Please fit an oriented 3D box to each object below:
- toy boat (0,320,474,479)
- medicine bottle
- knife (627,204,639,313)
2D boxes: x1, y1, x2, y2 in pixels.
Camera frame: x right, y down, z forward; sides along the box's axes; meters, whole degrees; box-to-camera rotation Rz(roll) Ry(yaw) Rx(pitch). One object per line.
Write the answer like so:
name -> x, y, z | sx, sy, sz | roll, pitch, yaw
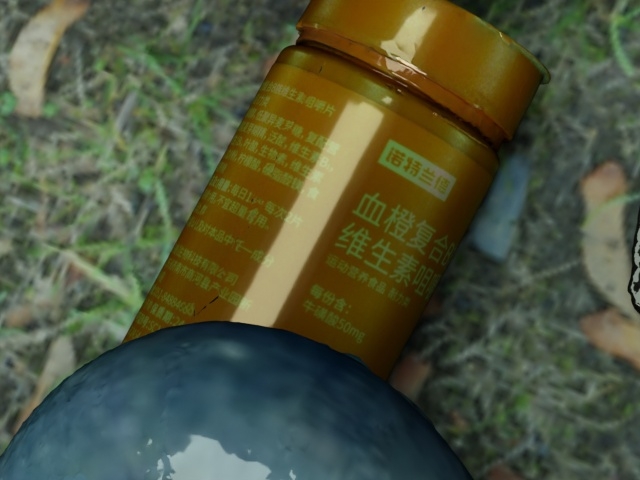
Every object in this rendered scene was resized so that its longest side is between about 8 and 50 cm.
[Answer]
toy boat -> -0.031, 0.191, 0.564 | 0.215, 0.123, 0.329 | 7, 105, 18
medicine bottle -> 0.000, 0.000, 0.658 | 0.096, 0.096, 0.192 | 28, 87, 20
knife -> 0.153, -0.060, 0.666 | 0.060, 0.028, 0.230 | 8, 83, 5
